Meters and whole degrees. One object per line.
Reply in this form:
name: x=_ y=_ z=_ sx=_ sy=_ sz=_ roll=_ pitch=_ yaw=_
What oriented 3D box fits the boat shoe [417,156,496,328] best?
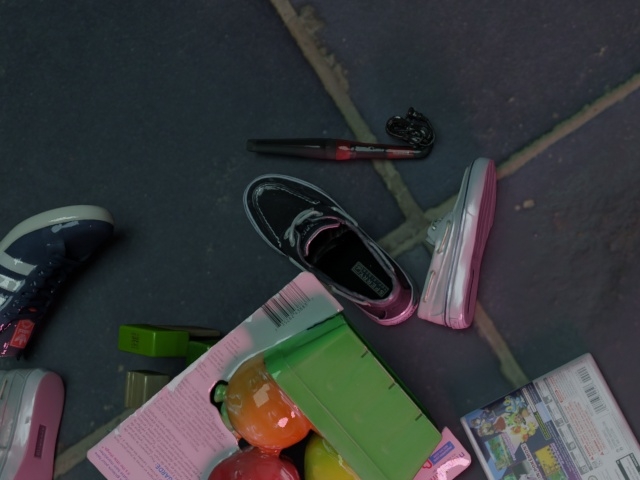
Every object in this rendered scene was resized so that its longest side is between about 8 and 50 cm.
boat shoe: x=0.171 y=-0.002 z=1.714 sx=0.075 sy=0.083 sz=0.226 roll=8 pitch=76 yaw=22

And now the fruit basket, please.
fruit basket: x=-0.047 y=0.261 z=1.624 sx=0.353 sy=0.165 sz=0.327 roll=-40 pitch=101 yaw=8

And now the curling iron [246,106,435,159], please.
curling iron: x=0.028 y=-0.138 z=1.841 sx=0.274 sy=0.035 sz=0.068 roll=-4 pitch=67 yaw=19

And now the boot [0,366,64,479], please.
boot: x=-0.443 y=0.302 z=1.853 sx=0.123 sy=0.095 sz=0.258 roll=-2 pitch=64 yaw=26

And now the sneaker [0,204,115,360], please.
sneaker: x=-0.423 y=0.082 z=1.892 sx=0.350 sy=0.131 sz=0.148 roll=-32 pitch=63 yaw=19

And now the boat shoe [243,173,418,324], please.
boat shoe: x=0.000 y=0.000 z=1.768 sx=0.108 sy=0.102 sz=0.301 roll=-48 pitch=64 yaw=1

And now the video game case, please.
video game case: x=0.292 y=0.264 z=1.616 sx=0.183 sy=0.023 sz=0.201 roll=-29 pitch=66 yaw=10

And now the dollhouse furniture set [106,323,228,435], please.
dollhouse furniture set: x=-0.165 y=0.268 z=1.765 sx=0.197 sy=0.151 sz=0.302 roll=6 pitch=92 yaw=43
